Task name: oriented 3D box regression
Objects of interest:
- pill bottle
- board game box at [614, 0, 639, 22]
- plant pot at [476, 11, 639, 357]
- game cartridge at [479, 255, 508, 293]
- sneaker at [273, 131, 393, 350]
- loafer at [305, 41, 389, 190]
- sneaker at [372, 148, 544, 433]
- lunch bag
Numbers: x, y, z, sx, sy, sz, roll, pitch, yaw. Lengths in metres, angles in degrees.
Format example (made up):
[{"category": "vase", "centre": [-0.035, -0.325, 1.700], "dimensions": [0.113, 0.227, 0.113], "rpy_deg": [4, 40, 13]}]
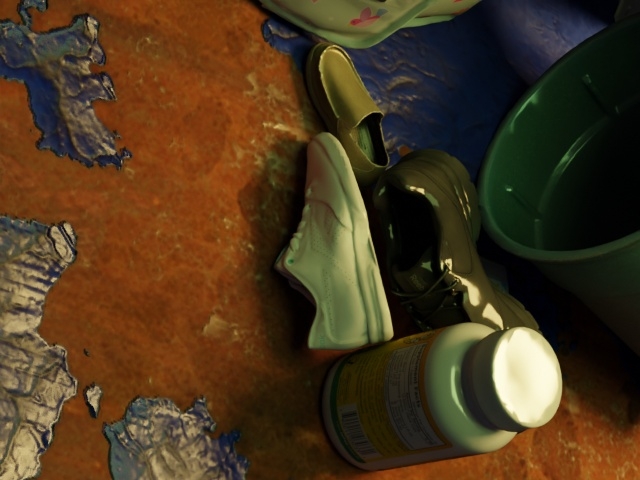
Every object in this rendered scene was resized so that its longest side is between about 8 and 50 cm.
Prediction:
[{"category": "pill bottle", "centre": [0.109, 0.137, 1.530], "dimensions": [0.117, 0.208, 0.117], "rpy_deg": [13, 69, -38]}, {"category": "board game box", "centre": [0.514, -0.412, 1.858], "dimensions": [0.050, 0.390, 0.390], "rpy_deg": [29, 77, -23]}, {"category": "plant pot", "centre": [0.390, -0.012, 1.764], "dimensions": [0.334, 0.341, 0.341], "rpy_deg": [47, 52, -32]}, {"category": "game cartridge", "centre": [0.167, 0.058, 1.736], "dimensions": [0.056, 0.017, 0.083], "rpy_deg": [21, 65, -40]}, {"category": "sneaker", "centre": [0.000, 0.000, 1.575], "dimensions": [0.080, 0.094, 0.212], "rpy_deg": [73, 4, -66]}, {"category": "loafer", "centre": [0.032, -0.123, 1.646], "dimensions": [0.056, 0.050, 0.148], "rpy_deg": [-23, 93, -43]}, {"category": "sneaker", "centre": [0.119, 0.055, 1.616], "dimensions": [0.286, 0.109, 0.130], "rpy_deg": [64, 25, 4]}, {"category": "lunch bag", "centre": [0.085, -0.292, 1.625], "dimensions": [0.262, 0.223, 0.160], "rpy_deg": [-16, 81, -42]}]
